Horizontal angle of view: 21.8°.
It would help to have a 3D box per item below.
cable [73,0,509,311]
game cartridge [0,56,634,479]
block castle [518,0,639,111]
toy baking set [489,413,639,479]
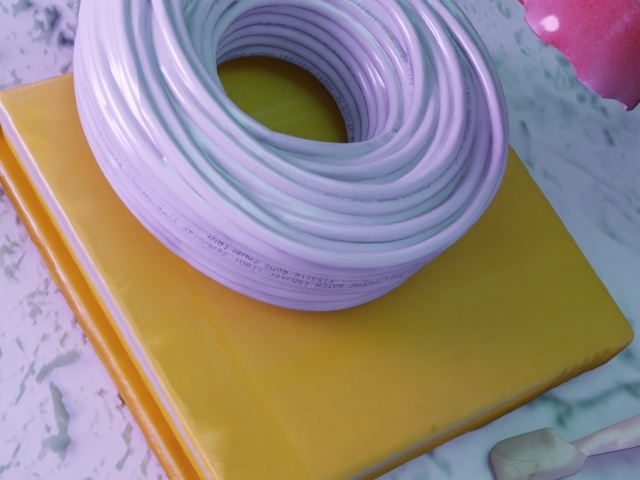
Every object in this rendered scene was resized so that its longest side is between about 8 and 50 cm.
[{"bbox_3d":[-0.018,-0.083,0.943,0.257,0.089,0.257,31,50,-9],"label":"cable"},{"bbox_3d":[0.000,0.000,0.989,0.323,0.053,0.285,-19,71,-39],"label":"game cartridge"},{"bbox_3d":[0.193,-0.208,1.047,0.303,0.213,0.453,53,23,20],"label":"block castle"},{"bbox_3d":[0.234,0.169,0.978,0.256,0.030,0.197,44,68,7],"label":"toy baking set"}]
